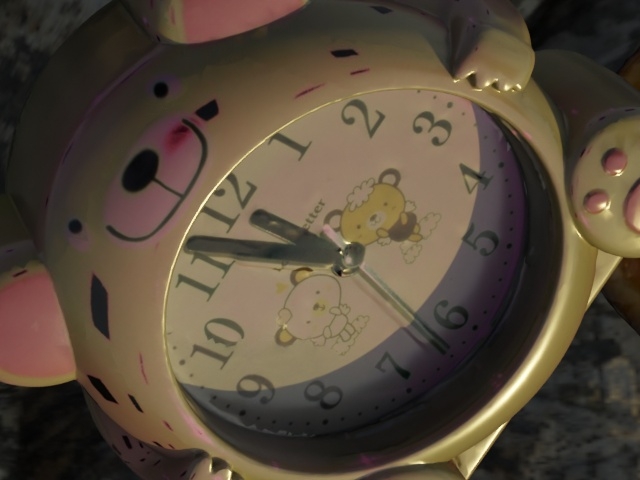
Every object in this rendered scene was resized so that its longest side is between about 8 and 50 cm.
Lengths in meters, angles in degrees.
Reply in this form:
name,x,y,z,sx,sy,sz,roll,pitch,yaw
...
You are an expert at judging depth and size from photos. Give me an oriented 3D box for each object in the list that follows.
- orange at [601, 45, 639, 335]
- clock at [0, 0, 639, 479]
name,x,y,z,sx,sy,sz,roll,pitch,yaw
orange,0.323,-0.035,1.014,0.310,0.274,0.274,-12,87,-14
clock,0.000,0.000,0.763,0.309,0.114,0.284,26,105,-33
